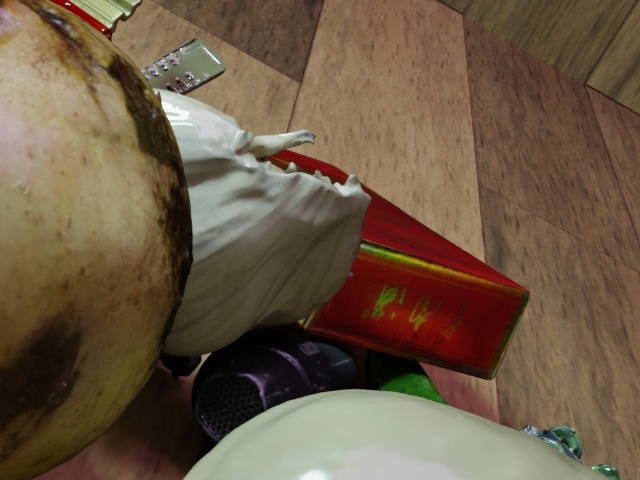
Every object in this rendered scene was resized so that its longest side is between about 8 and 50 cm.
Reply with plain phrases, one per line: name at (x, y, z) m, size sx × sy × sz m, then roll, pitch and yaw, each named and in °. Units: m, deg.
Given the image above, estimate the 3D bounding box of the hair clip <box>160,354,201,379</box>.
hair clip at (-0.139, 0.018, 1.249) m, size 0.056 × 0.187 × 0.146 m, roll 0°, pitch 36°, yaw 36°

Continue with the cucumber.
cucumber at (0.078, 0.141, 1.372) m, size 0.056 × 0.056 × 0.250 m, roll 21°, pitch 18°, yaw -27°

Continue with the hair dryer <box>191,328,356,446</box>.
hair dryer at (0.034, 0.170, 1.245) m, size 0.272 × 0.091 × 0.235 m, roll 48°, pitch 13°, yaw 11°

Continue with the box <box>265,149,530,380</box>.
box at (0.001, 0.000, 1.495) m, size 0.197 × 0.089 × 0.313 m, roll 16°, pitch 13°, yaw -36°

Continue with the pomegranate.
pomegranate at (-0.227, -0.011, 0.954) m, size 0.322 × 0.322 × 0.322 m, roll 28°, pitch 18°, yaw -10°

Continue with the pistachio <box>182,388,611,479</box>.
pistachio at (0.031, 0.190, 0.969) m, size 0.332 × 0.208 × 0.226 m, roll 6°, pitch 73°, yaw -39°

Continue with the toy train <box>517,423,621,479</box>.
toy train at (0.211, 0.223, 1.336) m, size 0.202 × 0.081 × 0.060 m, roll 45°, pitch 22°, yaw 18°

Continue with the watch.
watch at (-0.165, -0.184, 1.640) m, size 0.102 × 0.165 × 0.268 m, roll 37°, pitch 41°, yaw 18°

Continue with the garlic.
garlic at (-0.077, -0.001, 1.146) m, size 0.178 × 0.143 × 0.229 m, roll 3°, pitch -27°, yaw 44°
